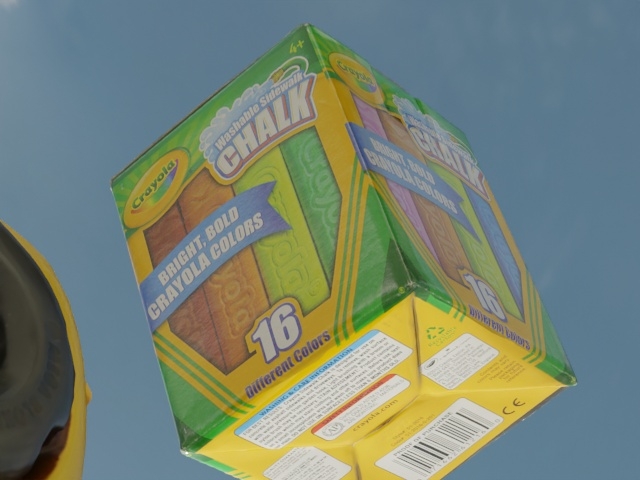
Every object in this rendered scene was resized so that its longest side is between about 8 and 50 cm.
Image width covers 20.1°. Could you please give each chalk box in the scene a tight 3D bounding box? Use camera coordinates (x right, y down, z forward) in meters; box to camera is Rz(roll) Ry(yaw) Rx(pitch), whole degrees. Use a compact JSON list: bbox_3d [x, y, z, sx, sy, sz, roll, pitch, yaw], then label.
[{"bbox_3d":[0.000,0.000,0.836,0.132,0.132,0.213,-39,-132,20],"label":"chalk box"}]

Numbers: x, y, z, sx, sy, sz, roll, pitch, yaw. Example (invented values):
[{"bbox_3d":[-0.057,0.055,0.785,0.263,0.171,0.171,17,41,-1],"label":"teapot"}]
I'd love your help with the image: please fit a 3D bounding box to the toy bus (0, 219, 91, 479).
[{"bbox_3d":[-0.064,0.114,0.367,0.149,0.211,0.220,-37,-143,32],"label":"toy bus"}]
